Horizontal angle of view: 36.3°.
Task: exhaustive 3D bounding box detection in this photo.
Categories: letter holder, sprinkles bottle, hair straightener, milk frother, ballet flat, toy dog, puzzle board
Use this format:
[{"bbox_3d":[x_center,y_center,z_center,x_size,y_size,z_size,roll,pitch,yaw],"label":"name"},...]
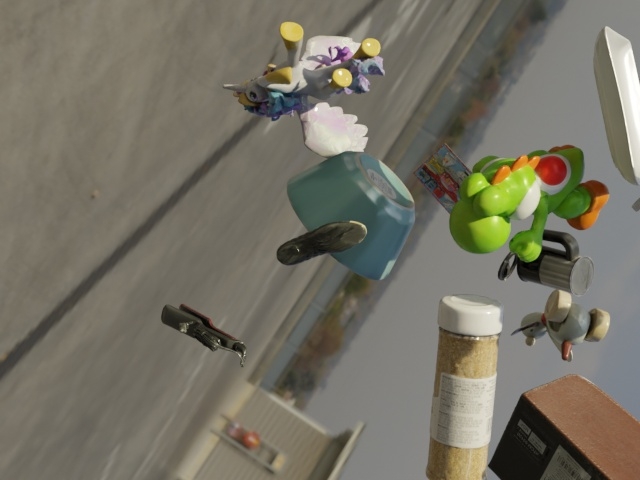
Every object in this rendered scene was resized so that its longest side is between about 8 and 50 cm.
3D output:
[{"bbox_3d":[0.420,0.329,1.317,0.214,0.302,0.152,-14,134,-34],"label":"letter holder"},{"bbox_3d":[0.269,0.284,1.831,0.121,0.121,0.356,-47,141,-75],"label":"sprinkles bottle"},{"bbox_3d":[-0.221,0.176,1.785,0.089,0.230,0.047,3,110,-48],"label":"hair straightener"},{"bbox_3d":[0.448,0.060,1.955,0.143,0.129,0.134,-43,-144,-25],"label":"milk frother"},{"bbox_3d":[0.000,0.000,1.747,0.173,0.058,0.049,-17,-169,13],"label":"ballet flat"},{"bbox_3d":[0.607,0.246,2.512,0.334,0.220,0.161,71,40,-69],"label":"toy dog"},{"bbox_3d":[0.256,-0.115,1.928,0.096,0.128,0.011,-44,177,35],"label":"puzzle board"}]

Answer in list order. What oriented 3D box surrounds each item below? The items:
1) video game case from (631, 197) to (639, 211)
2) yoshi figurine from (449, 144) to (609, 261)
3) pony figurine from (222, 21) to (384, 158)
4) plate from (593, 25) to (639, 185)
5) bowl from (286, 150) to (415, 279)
[{"bbox_3d":[0.861,-0.167,2.339,0.193,0.023,0.212,-33,166,-23],"label":"video game case"},{"bbox_3d":[0.357,-0.067,1.781,0.362,0.203,0.203,-9,102,-44],"label":"yoshi figurine"},{"bbox_3d":[-0.009,-0.353,2.173,0.363,0.350,0.303,160,-66,-66],"label":"pony figurine"},{"bbox_3d":[0.548,-0.235,1.765,0.045,0.278,0.277,-11,180,27],"label":"plate"},{"bbox_3d":[0.093,-0.080,2.174,0.163,0.311,0.311,-44,-178,21],"label":"bowl"}]
